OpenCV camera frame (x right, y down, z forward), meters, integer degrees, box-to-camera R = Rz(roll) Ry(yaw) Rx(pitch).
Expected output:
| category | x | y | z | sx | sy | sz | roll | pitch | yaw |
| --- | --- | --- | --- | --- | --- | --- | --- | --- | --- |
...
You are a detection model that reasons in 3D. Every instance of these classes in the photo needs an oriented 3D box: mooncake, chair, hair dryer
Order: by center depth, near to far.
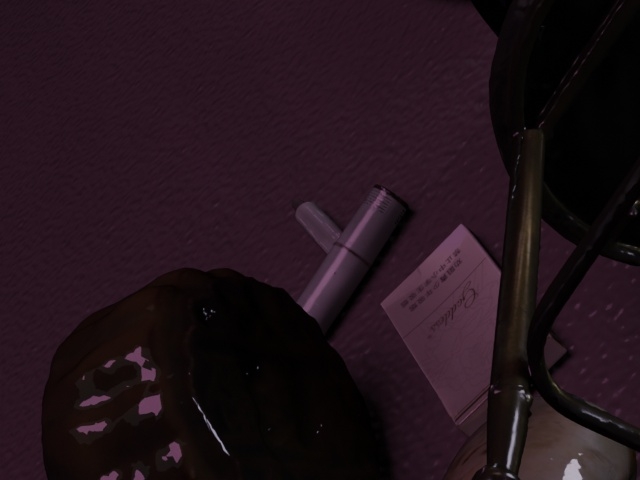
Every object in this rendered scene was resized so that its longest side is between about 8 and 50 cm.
| category | x | y | z | sx | sy | sz | roll | pitch | yaw |
| --- | --- | --- | --- | --- | --- | --- | --- | --- | --- |
| chair | 0.292 | -0.030 | 0.971 | 0.364 | 0.362 | 0.410 | -59 | 19 | 20 |
| mooncake | -0.084 | 0.161 | 1.302 | 0.161 | 0.290 | 0.290 | -29 | 40 | 28 |
| hair dryer | -0.005 | 0.006 | 1.578 | 0.155 | 0.044 | 0.183 | -55 | 29 | -7 |

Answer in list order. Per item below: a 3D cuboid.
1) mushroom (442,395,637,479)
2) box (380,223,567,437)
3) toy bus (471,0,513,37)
| category | x | y | z | sx | sy | sz | roll | pitch | yaw |
| --- | --- | --- | --- | --- | --- | --- | --- | --- | --- |
| mushroom | 0.175 | 0.227 | 1.042 | 0.243 | 0.243 | 0.243 | -30 | 40 | 29 |
| box | 0.126 | 0.074 | 1.364 | 0.109 | 0.029 | 0.198 | -46 | 33 | 10 |
| toy bus | 0.235 | -0.161 | 1.214 | 0.147 | 0.303 | 0.127 | -35 | 34 | 17 |
